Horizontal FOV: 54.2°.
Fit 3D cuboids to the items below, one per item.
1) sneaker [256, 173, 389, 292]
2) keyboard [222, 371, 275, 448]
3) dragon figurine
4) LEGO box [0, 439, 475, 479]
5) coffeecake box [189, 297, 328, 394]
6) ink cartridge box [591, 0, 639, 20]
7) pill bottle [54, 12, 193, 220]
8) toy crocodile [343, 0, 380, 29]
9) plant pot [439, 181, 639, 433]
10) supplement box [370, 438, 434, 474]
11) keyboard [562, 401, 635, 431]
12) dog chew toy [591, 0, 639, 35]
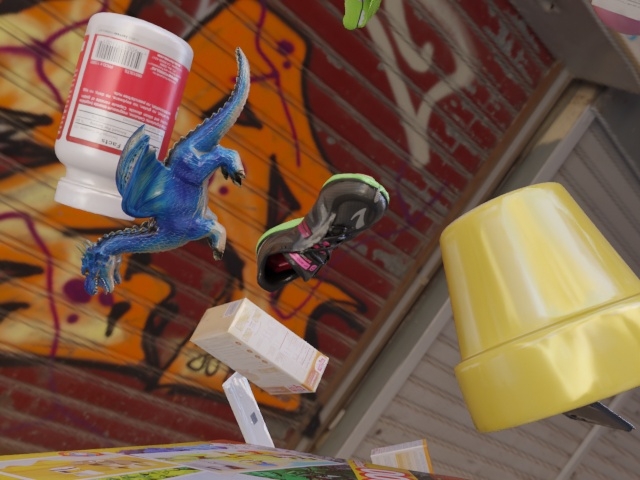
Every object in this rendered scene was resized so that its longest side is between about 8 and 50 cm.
[{"bbox_3d":[0.000,0.000,1.640,0.185,0.483,0.202,33,42,-22],"label":"sneaker"},{"bbox_3d":[-0.165,0.428,1.482,0.014,0.256,0.072,-7,21,31],"label":"keyboard"},{"bbox_3d":[-0.160,-0.064,0.641,0.144,0.289,0.085,11,19,-24],"label":"dragon figurine"},{"bbox_3d":[-0.110,0.305,0.550,0.372,0.193,0.500,-2,-14,30],"label":"LEGO box"},{"bbox_3d":[-0.103,0.184,1.051,0.185,0.068,0.142,40,-33,-21],"label":"coffeecake box"},{"bbox_3d":[0.491,-0.457,0.920,0.086,0.148,0.203,29,-25,20],"label":"ink cartridge box"},{"bbox_3d":[-0.439,-0.260,1.366,0.229,0.407,0.229,16,1,0],"label":"pill bottle"},{"bbox_3d":[0.081,-0.440,0.839,0.105,0.115,0.340,27,-33,7],"label":"toy crocodile"},{"bbox_3d":[0.260,0.072,0.743,0.239,0.254,0.254,70,15,16],"label":"plant pot"},{"bbox_3d":[0.141,0.385,1.075,0.036,0.098,0.062,-9,85,-82],"label":"supplement box"},{"bbox_3d":[0.372,0.248,1.047,0.317,0.033,0.201,34,-21,-36],"label":"keyboard"},{"bbox_3d":[0.673,-0.494,1.132,0.206,0.206,0.332,32,-18,-38],"label":"dog chew toy"}]
